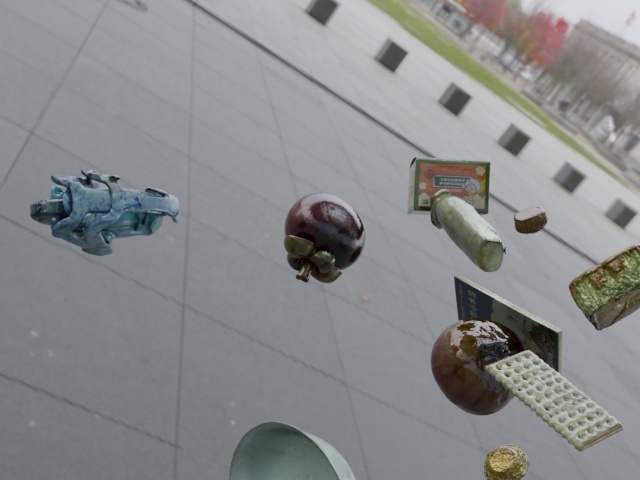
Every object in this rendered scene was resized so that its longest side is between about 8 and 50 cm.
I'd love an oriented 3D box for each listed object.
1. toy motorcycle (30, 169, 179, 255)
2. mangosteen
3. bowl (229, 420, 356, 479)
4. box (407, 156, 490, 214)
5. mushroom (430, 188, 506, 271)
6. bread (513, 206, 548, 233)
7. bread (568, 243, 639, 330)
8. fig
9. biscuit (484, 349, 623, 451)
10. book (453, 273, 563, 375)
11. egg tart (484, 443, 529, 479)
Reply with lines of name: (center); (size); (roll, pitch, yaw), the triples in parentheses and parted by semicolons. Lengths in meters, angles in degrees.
toy motorcycle: (-0.377, -0.053, 1.415); (0.260, 0.206, 0.154); (6, 75, -56)
mangosteen: (0.000, 0.000, 1.640); (0.200, 0.200, 0.200); (32, 19, -12)
bowl: (-0.020, 0.483, 1.478); (0.146, 0.313, 0.313); (-2, 41, -47)
box: (0.335, -0.140, 2.072); (0.195, 0.148, 0.177); (3, -2, 1)
mushroom: (0.326, -0.029, 1.755); (0.312, 0.081, 0.100); (-121, -163, -64)
bread: (0.528, -0.046, 1.966); (0.085, 0.085, 0.053); (-83, 153, -69)
bread: (0.427, 0.065, 1.121); (0.140, 0.128, 0.069); (33, 28, -60)
fig: (0.382, 0.295, 1.863); (0.235, 0.214, 0.235); (34, 42, -38)
biscuit: (0.424, 0.284, 1.431); (0.139, 0.016, 0.231); (-12, 38, -36)
book: (0.469, 0.234, 1.978); (0.018, 0.228, 0.322); (-35, 43, -26)
egg tart: (0.504, 0.607, 2.133); (0.052, 0.130, 0.130); (60, 2, -36)
